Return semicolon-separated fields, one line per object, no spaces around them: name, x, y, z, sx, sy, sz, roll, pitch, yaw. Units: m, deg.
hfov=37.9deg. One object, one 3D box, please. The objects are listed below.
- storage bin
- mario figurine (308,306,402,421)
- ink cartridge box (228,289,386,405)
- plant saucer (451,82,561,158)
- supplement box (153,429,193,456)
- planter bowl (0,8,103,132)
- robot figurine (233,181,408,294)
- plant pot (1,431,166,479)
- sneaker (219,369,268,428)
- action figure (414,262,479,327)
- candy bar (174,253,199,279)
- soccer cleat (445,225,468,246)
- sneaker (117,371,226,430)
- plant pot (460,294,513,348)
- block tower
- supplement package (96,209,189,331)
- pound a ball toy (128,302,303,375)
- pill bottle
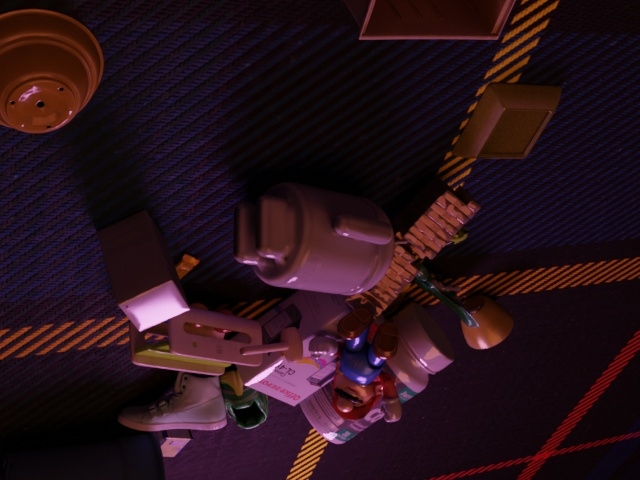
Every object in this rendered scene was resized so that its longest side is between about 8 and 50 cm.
storage bin;0.189;-0.451;1.434;0.262;0.123;0.260;-6;139;-25
mario figurine;0.079;0.297;2.012;0.170;0.198;0.320;-17;145;-18
ink cartridge box;-0.021;0.227;2.139;0.306;0.131;0.226;-38;142;13
plant saucer;0.385;-0.230;1.891;0.188;0.045;0.188;-3;138;-28
supplement box;-0.377;0.488;2.305;0.083;0.056;0.083;15;127;-42
planter bowl;-0.419;-0.225;1.375;0.217;0.090;0.217;-16;143;-13
robot figurine;0.000;0.000;1.811;0.353;0.199;0.300;9;168;-38
plant pot;-0.559;0.612;2.148;0.334;0.341;0.341;3;135;-23
sneaker;-0.184;0.401;2.241;0.109;0.123;0.295;-14;153;1
action figure;0.287;0.117;2.219;0.232;0.137;0.063;37;88;-42
candy bar;-0.312;0.083;1.879;0.161;0.018;0.040;-39;139;18
soccer cleat;0.247;-0.004;2.078;0.179;0.060;0.072;-4;151;-28
sneaker;-0.346;0.357;2.160;0.256;0.094;0.151;-2;99;6
plant pot;0.410;0.195;2.376;0.134;0.134;0.095;-31;119;7
block tower;0.181;0.011;1.967;0.097;0.091;0.335;37;104;-24
supplement package;-0.323;0.054;1.699;0.105;0.179;0.105;-24;144;-2
pound a ball toy;-0.210;0.191;1.947;0.208;0.135;0.319;-18;158;34
pill bottle;0.133;0.321;2.281;0.361;0.204;0.204;-37;142;15
